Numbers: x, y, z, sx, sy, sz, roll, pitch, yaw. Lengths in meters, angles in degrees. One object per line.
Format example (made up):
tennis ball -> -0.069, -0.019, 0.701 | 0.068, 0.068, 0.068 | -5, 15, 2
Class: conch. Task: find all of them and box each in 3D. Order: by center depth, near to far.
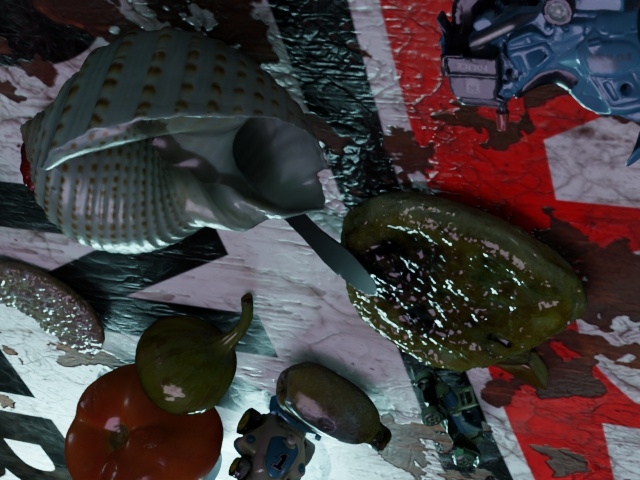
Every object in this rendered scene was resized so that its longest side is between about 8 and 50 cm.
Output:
conch -> -0.162, -0.121, 1.628 | 0.319, 0.215, 0.303 | -8, 156, -12

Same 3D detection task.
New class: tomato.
tomato -> -0.268, 0.308, 2.302 | 0.259, 0.260, 0.180 | -1, 164, 32

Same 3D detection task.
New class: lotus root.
lotus root -> 0.022, 0.243, 2.157 | 0.192, 0.088, 0.113 | 32, 162, -16

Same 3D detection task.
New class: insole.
insole -> 0.000, 0.000, 1.832 | 0.188, 0.004, 0.064 | 44, 150, 3

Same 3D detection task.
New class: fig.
fig -> -0.157, 0.148, 2.129 | 0.149, 0.149, 0.245 | 37, 125, -22

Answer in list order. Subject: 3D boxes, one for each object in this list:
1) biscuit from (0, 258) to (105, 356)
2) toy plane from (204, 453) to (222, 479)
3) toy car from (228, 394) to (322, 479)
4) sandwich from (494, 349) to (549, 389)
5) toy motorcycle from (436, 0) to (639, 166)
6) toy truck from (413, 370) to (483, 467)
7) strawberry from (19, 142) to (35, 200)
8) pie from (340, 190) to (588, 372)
biscuit -> -0.418, 0.088, 2.246 | 0.250, 0.032, 0.133 | 34, 145, -16
toy plane -> -0.270, 0.393, 2.437 | 0.244, 0.245, 0.117 | 3, 132, 28
toy car -> -0.068, 0.324, 2.269 | 0.126, 0.161, 0.098 | 32, 136, -13
sandwich -> 0.264, 0.159, 1.940 | 0.083, 0.031, 0.044 | 25, 150, -3
toy motorcycle -> 0.245, -0.162, 1.417 | 0.272, 0.123, 0.182 | 6, 123, 21
toy truck -> 0.192, 0.242, 2.078 | 0.078, 0.080, 0.154 | -24, 131, 15
strawberry -> -0.322, -0.100, 1.864 | 0.106, 0.106, 0.106 | 16, 147, 10
pie -> 0.156, 0.051, 1.814 | 0.323, 0.070, 0.323 | 17, 146, 11
